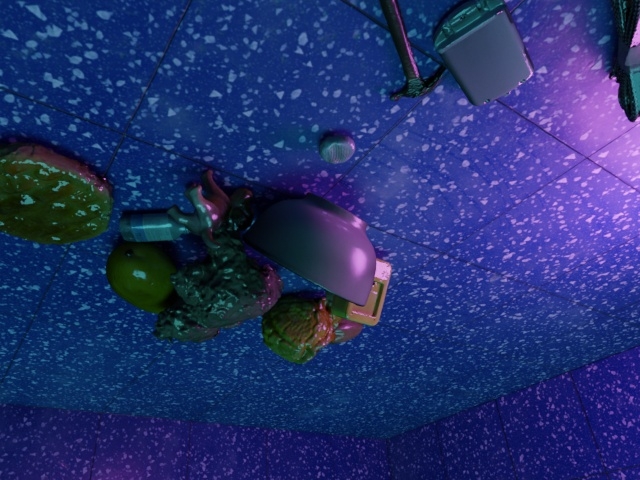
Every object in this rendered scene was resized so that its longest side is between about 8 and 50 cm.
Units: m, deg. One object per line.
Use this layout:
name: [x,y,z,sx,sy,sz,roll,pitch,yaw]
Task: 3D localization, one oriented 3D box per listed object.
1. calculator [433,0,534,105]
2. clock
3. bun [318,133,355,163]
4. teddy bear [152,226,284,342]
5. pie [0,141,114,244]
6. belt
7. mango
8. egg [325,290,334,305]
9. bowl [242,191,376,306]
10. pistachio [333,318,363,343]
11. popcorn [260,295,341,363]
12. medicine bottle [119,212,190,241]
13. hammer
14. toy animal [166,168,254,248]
calculator: [0.318,-0.355,0.971,0.141,0.045,0.246,-28,140,27]
clock: [0.124,0.147,1.537,0.143,0.203,0.096,19,174,-28]
bun: [0.037,-0.211,1.145,0.083,0.045,0.083,-6,146,-4]
teddy bear: [-0.320,0.164,1.455,0.367,0.225,0.357,-25,143,12]
pie: [-0.658,-0.100,1.186,0.338,0.083,0.340,-6,147,-4]
belt: [0.596,-0.370,0.922,0.094,0.126,0.359,-21,142,19]
mango: [-0.511,0.114,1.462,0.195,0.143,0.332,6,145,-7]
egg: [0.068,0.166,1.637,0.118,0.116,0.140,-26,176,3]
bowl: [0.000,0.000,1.266,0.353,0.353,0.185,29,90,-39]
pistachio: [0.075,0.329,1.889,0.185,0.109,0.126,-4,170,-15]
popcorn: [-0.064,0.308,1.731,0.285,0.226,0.174,-3,149,-1]
medicine bottle: [-0.416,-0.036,1.330,0.208,0.054,0.090,-3,144,-6]
hammer: [0.148,-0.378,0.934,0.125,0.027,0.297,-17,143,18]
toy animal: [-0.249,-0.078,1.200,0.121,0.233,0.169,-36,96,23]
